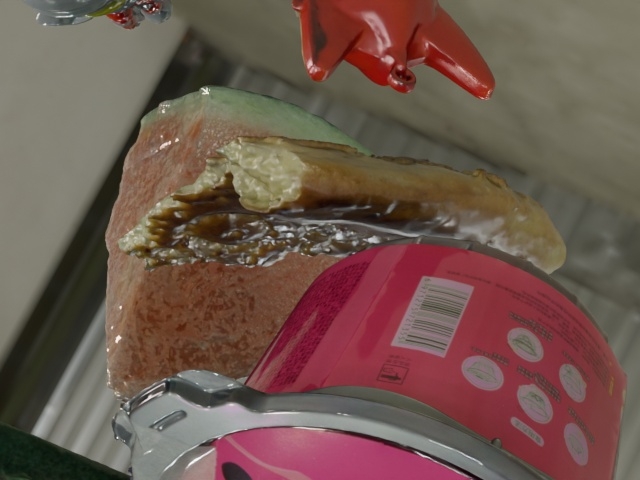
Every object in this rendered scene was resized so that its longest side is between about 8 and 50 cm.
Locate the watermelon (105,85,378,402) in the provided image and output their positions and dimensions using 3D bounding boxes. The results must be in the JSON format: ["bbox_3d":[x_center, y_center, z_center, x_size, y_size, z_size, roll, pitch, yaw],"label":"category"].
[{"bbox_3d":[-0.038,0.013,1.584,0.283,0.250,0.293,51,-158,-18],"label":"watermelon"}]

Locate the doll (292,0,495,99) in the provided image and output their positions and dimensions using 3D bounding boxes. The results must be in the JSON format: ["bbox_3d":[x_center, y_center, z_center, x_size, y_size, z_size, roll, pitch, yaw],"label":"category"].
[{"bbox_3d":[0.022,-0.140,1.042,0.109,0.169,0.057,4,140,-26],"label":"doll"}]

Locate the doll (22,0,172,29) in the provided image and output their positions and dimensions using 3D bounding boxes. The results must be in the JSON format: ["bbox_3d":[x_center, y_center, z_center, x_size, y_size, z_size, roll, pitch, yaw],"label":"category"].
[{"bbox_3d":[-0.140,-0.174,1.231,0.079,0.094,0.180,38,-166,25],"label":"doll"}]

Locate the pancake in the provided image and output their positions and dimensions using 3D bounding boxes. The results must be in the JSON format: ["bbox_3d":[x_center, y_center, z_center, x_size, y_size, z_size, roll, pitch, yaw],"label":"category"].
[{"bbox_3d":[0.000,0.000,1.158,0.244,0.057,0.266,-14,157,26],"label":"pancake"}]

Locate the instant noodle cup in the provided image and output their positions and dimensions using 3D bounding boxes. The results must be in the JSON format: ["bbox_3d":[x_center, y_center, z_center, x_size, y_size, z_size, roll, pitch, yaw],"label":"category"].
[{"bbox_3d":[0.053,0.115,0.999,0.258,0.182,0.302,-19,120,37],"label":"instant noodle cup"}]

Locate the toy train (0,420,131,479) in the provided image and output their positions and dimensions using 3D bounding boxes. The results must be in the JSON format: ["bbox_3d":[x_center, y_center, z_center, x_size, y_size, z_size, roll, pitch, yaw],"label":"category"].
[{"bbox_3d":[-0.175,0.184,1.199,0.330,0.139,0.178,27,149,-28],"label":"toy train"}]
